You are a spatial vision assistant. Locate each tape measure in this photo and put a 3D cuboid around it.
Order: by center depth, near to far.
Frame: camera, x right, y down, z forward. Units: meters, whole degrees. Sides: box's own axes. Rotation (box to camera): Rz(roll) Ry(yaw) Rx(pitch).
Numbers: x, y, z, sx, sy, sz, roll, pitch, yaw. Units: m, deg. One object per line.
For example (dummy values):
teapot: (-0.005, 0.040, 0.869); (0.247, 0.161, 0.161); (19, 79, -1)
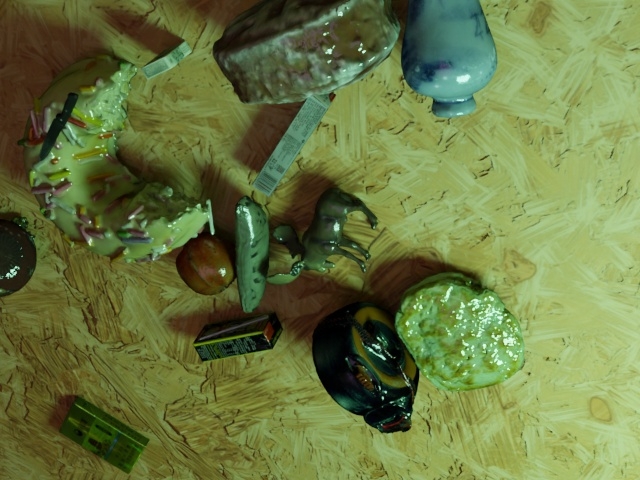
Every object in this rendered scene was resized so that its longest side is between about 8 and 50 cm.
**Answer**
tape measure: (0.088, 0.216, 1.668); (0.135, 0.202, 0.223); (-33, 119, 33)

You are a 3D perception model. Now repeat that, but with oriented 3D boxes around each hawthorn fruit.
hawthorn fruit: (-0.209, 0.044, 1.724); (0.128, 0.128, 0.128); (9, 124, 15)

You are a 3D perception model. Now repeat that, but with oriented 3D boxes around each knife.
knife: (-0.437, -0.187, 1.536); (0.023, 0.010, 0.170); (43, 128, 2)

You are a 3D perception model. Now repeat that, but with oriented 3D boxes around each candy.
candy: (-0.018, -0.296, 1.373); (0.290, 0.214, 0.157); (-13, 116, 32)

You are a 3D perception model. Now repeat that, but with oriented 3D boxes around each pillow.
pillow: (-0.121, 0.016, 1.685); (0.051, 0.093, 0.241); (11, 123, 20)

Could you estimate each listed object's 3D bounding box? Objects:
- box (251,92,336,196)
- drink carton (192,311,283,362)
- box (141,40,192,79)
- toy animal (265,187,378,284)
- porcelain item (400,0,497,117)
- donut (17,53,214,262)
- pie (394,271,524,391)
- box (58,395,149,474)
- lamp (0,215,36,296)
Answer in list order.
box: (-0.046, -0.167, 1.564); (0.039, 0.055, 0.218); (34, 126, -4)
drink carton: (-0.162, 0.188, 1.823); (0.166, 0.071, 0.056); (-14, 118, 26)
box: (-0.255, -0.299, 1.539); (0.054, 0.083, 0.024); (-16, 113, 28)
toy animal: (0.000, 0.000, 1.642); (0.186, 0.093, 0.214); (16, 118, 5)
porcelain item: (0.182, -0.311, 1.347); (0.141, 0.141, 0.259); (0, 112, 20)
donut: (-0.385, -0.125, 1.643); (0.307, 0.150, 0.371); (-17, 107, 33)
pie: (0.253, 0.163, 1.645); (0.201, 0.090, 0.248); (-25, 111, 20)
box: (-0.499, 0.449, 2.138); (0.193, 0.030, 0.121); (31, 126, -2)
lamp: (-0.649, 0.037, 1.861); (0.135, 0.157, 0.156); (160, 99, -66)
